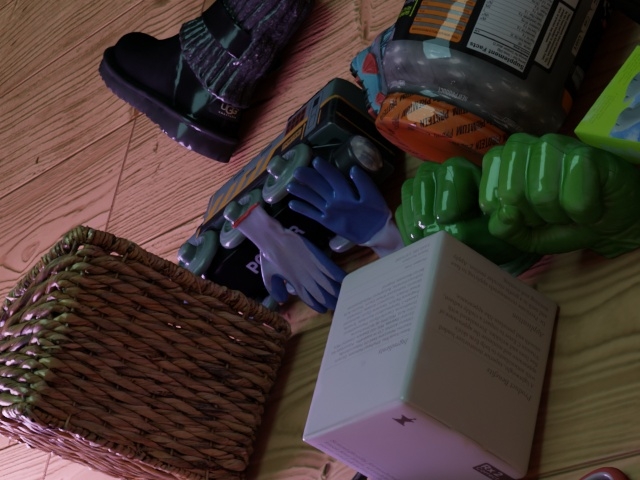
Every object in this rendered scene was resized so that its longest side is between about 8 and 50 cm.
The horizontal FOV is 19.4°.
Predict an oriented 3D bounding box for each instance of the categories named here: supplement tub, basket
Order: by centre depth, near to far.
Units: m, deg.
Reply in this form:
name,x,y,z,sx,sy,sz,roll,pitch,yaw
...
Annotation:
name,x,y,z,sx,sy,sz,roll,pitch,yaw
supplement tub,0.183,-0.225,1.846,0.193,0.193,0.316,10,74,61
basket,-0.218,0.141,2.080,0.213,0.299,0.223,-10,60,58

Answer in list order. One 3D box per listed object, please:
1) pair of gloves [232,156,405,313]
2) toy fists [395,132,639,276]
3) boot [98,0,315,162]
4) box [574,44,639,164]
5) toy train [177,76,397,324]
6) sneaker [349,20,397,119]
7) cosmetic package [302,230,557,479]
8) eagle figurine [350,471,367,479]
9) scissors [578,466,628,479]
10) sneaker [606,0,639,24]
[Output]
name,x,y,z,sx,sy,sz,roll,pitch,yaw
pair of gloves,0.000,0.000,1.997,0.198,0.159,0.023,-37,17,34
toy fists,0.179,-0.028,1.737,0.279,0.142,0.096,-14,54,55
boot,-0.149,-0.275,2.494,0.348,0.131,0.260,39,107,50
box,0.317,-0.115,1.662,0.109,0.042,0.178,-53,29,-12
toy train,-0.041,-0.036,2.129,0.334,0.142,0.190,-41,22,36
sneaker,0.112,-0.176,2.019,0.125,0.104,0.262,-50,32,15
cosmetic package,0.102,0.120,1.714,0.151,0.151,0.184,-26,39,48
eagle figurine,-0.032,0.376,1.740,0.298,0.225,0.226,-29,78,0
scissors,0.166,0.250,1.645,0.297,0.021,0.109,-10,57,55
sneaker,0.371,-0.261,1.654,0.314,0.116,0.136,11,74,61
